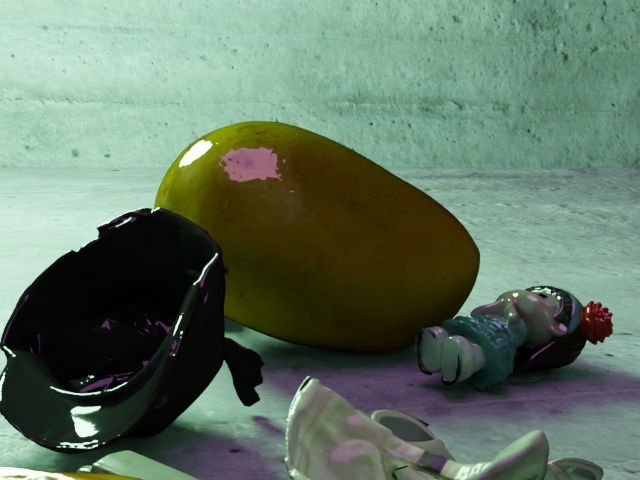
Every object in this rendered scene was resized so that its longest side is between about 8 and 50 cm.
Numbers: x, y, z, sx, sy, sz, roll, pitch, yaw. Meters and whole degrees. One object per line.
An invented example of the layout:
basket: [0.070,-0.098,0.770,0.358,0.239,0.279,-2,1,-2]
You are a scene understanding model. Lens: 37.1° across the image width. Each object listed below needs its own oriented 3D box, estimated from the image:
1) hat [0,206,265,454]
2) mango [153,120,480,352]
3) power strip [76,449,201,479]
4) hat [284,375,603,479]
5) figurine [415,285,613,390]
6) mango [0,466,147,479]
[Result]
hat: [-0.185,0.138,0.963,0.238,0.209,0.336,-17,31,3]
mango: [0.000,0.000,1.270,0.445,0.232,0.300,17,46,-11]
power strip: [-0.060,0.226,0.686,0.286,0.080,0.048,11,14,31]
hat: [0.092,0.204,0.755,0.219,0.226,0.164,7,53,43]
figurine: [0.236,0.123,1.174,0.245,0.110,0.138,-13,21,-36]
mango: [-0.188,0.208,0.483,0.290,0.191,0.160,-9,23,-23]
